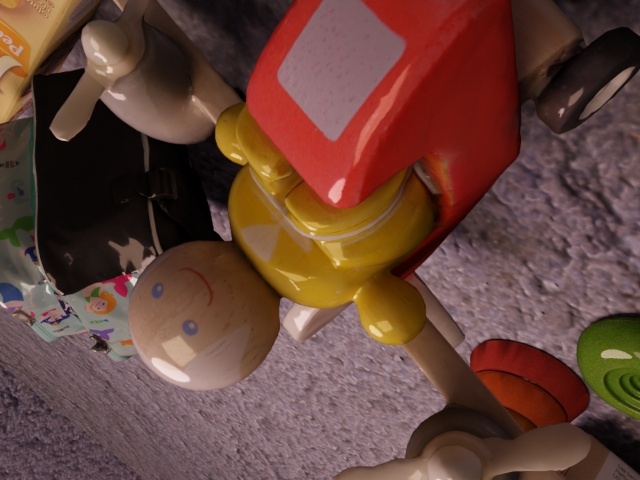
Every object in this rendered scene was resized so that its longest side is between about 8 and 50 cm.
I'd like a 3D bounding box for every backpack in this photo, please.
[{"bbox_3d":[-0.183,-0.007,0.717,0.191,0.225,0.253,-16,153,5],"label":"backpack"}]

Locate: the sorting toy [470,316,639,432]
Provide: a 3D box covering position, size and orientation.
[{"bbox_3d":[0.235,0.151,0.640,0.127,0.126,0.366,43,150,-14],"label":"sorting toy"}]

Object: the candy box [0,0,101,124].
[{"bbox_3d":[-0.294,-0.224,0.668,0.183,0.087,0.316,44,149,-15],"label":"candy box"}]

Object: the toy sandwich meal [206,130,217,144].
[{"bbox_3d":[-0.099,-0.117,0.689,0.086,0.029,0.085,35,160,14],"label":"toy sandwich meal"}]

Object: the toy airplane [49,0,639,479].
[{"bbox_3d":[0.000,0.000,0.505,0.386,0.272,0.384,23,142,55],"label":"toy airplane"}]

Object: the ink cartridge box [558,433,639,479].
[{"bbox_3d":[0.294,0.308,0.804,0.235,0.088,0.193,41,158,1],"label":"ink cartridge box"}]
